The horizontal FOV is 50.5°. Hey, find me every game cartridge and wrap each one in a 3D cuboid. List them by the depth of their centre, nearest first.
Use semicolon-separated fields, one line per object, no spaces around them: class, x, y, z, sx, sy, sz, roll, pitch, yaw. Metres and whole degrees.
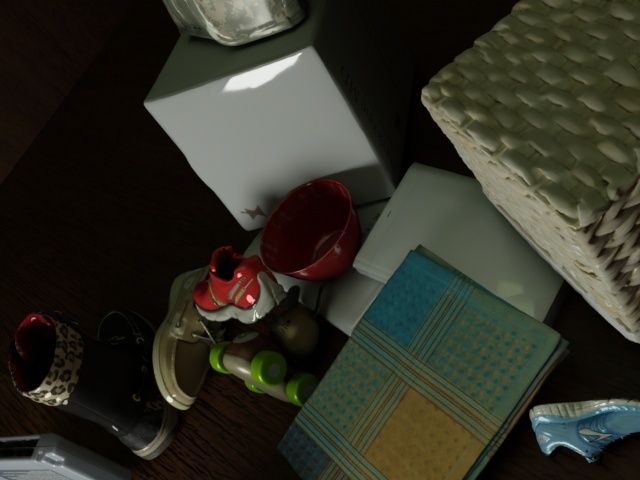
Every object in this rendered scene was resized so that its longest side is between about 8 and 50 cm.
game cartridge;-0.488;0.412;1.222;0.297;0.198;0.062;-13;51;33

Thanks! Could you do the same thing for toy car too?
toy car;-0.060;0.151;1.090;0.155;0.149;0.189;-1;57;53

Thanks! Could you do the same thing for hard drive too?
hard drive;0.220;0.008;0.997;0.307;0.040;0.203;22;74;38
hard drive;0.024;0.009;1.208;0.233;0.047;0.353;-53;41;-6

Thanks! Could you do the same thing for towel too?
towel;0.119;0.214;0.907;0.271;0.040;0.370;38;96;43

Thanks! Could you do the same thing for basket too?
basket;0.351;-0.133;0.776;0.328;0.266;0.331;-42;42;9

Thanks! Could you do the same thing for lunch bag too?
lunch bag;-0.159;-0.433;1.015;0.169;0.235;0.287;-41;38;-16

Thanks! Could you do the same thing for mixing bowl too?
mixing bowl;0.000;0.000;1.122;0.181;0.098;0.182;-24;44;26

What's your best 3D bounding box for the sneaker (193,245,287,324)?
sneaker;-0.150;0.065;1.153;0.107;0.118;0.279;-35;14;-30

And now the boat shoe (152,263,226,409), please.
boat shoe;-0.233;0.167;1.267;0.098;0.109;0.302;-27;39;25

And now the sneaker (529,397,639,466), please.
sneaker;0.325;0.220;0.776;0.162;0.063;0.073;-17;66;37

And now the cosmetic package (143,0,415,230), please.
cosmetic package;-0.045;-0.288;1.238;0.327;0.329;0.394;-12;45;27

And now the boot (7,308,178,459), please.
boot;-0.423;0.211;1.256;0.138;0.284;0.377;-41;41;8
